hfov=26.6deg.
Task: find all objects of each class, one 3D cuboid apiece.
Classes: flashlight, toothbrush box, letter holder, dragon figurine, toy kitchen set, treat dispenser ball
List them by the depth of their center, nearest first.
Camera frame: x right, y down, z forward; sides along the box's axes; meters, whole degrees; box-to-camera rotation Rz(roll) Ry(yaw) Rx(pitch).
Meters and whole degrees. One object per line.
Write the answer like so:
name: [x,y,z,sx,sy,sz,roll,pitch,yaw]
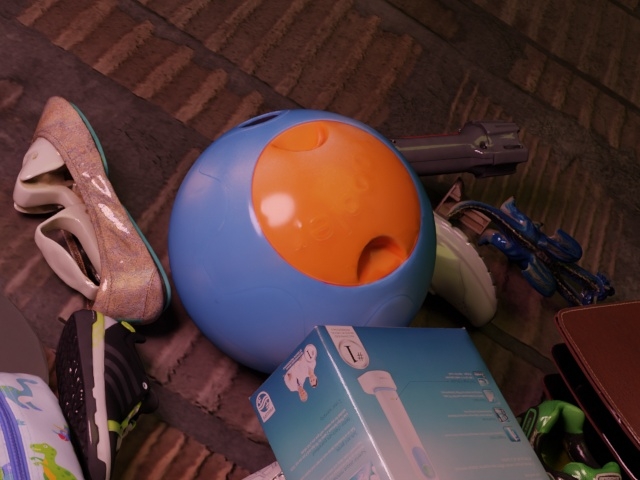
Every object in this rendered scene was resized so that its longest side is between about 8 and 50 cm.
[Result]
toothbrush box: [0.098,0.232,1.276,0.216,0.126,0.296,4,47,-44]
treat dispenser ball: [-0.020,0.003,1.455,0.288,0.288,0.288,22,36,-17]
letter holder: [0.386,0.235,1.631,0.214,0.152,0.302,-3,48,-39]
dragon figurine: [0.293,0.017,1.818,0.144,0.085,0.289,40,3,42]
flashlight: [0.122,-0.119,1.832,0.304,0.103,0.103,-7,68,-26]
toy kitchen set: [0.203,-0.041,1.890,0.075,0.068,0.083,34,34,1]

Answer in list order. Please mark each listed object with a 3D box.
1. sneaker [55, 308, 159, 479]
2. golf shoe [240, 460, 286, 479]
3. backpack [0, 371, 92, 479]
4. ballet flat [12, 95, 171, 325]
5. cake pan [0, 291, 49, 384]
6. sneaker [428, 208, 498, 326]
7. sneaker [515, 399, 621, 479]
sneaker: [-0.196,0.153,1.304,0.097,0.084,0.235,18,37,-24]
golf shoe: [-0.039,0.238,1.329,0.069,0.086,0.176,45,37,13]
backpack: [-0.267,0.240,0.979,0.273,0.290,0.355,11,32,-12]
ballet flat: [-0.269,-0.037,1.470,0.106,0.108,0.316,-13,54,-31]
cake pan: [-0.376,0.114,1.231,0.293,0.054,0.293,22,35,-17]
sneaker: [0.109,0.006,1.729,0.297,0.129,0.111,47,-8,-9]
sneaker: [0.267,0.318,1.430,0.134,0.146,0.344,9,42,-32]
